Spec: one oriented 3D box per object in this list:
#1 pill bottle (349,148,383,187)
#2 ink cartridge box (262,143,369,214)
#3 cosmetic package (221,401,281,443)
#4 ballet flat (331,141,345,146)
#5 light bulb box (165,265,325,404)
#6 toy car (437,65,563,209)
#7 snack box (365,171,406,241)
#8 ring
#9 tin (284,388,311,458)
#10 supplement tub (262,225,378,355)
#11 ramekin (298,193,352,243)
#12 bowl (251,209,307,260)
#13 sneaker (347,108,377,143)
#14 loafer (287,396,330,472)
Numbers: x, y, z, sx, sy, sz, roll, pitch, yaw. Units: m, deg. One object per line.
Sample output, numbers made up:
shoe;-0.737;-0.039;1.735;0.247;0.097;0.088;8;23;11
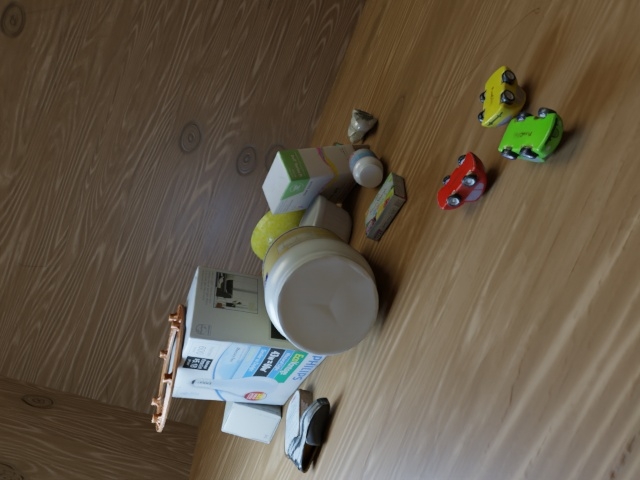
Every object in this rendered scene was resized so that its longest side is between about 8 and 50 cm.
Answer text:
pill bottle;0.132;-0.205;1.265;0.160;0.087;0.087;-97;30;-66
ink cartridge box;0.005;-0.210;1.489;0.119;0.353;0.207;66;150;19
cosmetic package;-0.222;0.504;1.474;0.309;0.160;0.113;-109;42;-70
ballet flat;0.025;-0.267;1.737;0.116;0.124;0.342;-56;2;-33
light bulb box;-0.215;0.286;1.257;0.358;0.361;0.225;121;153;-42
toy car;0.270;-0.140;0.631;0.225;0.053;0.239;-129;60;-76
snack box;0.155;-0.082;1.076;0.100;0.037;0.141;-82;18;-52
ring;-0.421;0.341;1.205;0.336;0.032;0.337;-167;90;-69
tin;-0.057;0.461;1.116;0.106;0.040;0.190;-60;15;22
supplement tub;-0.010;0.101;1.011;0.331;0.241;0.241;-133;65;-77
ramekin;0.000;0.000;1.413;0.273;0.127;0.273;-159;90;-78
bowl;-0.095;0.008;1.645;0.156;0.289;0.289;51;128;33
sneaker;0.143;-0.401;1.591;0.232;0.090;0.115;-75;3;-68
loafer;-0.015;0.424;0.963;0.061;0.062;0.170;39;113;54
